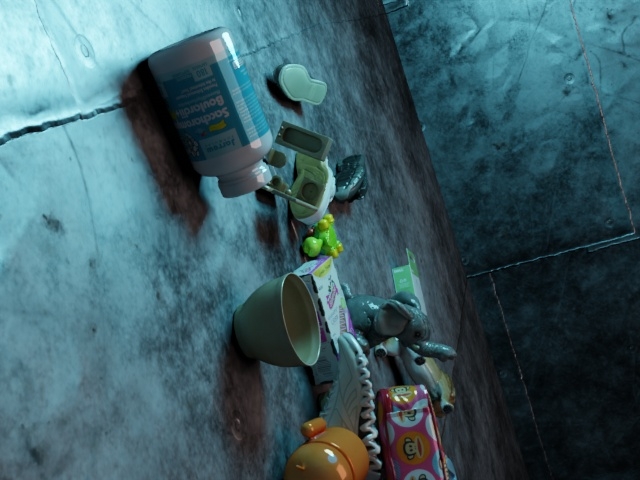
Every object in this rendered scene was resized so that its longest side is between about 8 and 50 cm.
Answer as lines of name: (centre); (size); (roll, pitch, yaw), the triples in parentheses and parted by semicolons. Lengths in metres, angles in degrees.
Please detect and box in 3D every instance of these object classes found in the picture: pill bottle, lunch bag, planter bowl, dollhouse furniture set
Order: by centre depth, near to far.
pill bottle: (-0.170, -0.207, 1.312); (0.146, 0.146, 0.264); (-65, 136, -63)
planter bowl: (-0.080, 0.146, 1.361); (0.162, 0.109, 0.162); (-15, 90, -71)
dollhouse furniture set: (-0.060, -0.161, 1.610); (0.151, 0.144, 0.123); (-67, 159, 3)
lunch bag: (0.181, 0.451, 1.623); (0.258, 0.120, 0.293); (88, -6, -70)

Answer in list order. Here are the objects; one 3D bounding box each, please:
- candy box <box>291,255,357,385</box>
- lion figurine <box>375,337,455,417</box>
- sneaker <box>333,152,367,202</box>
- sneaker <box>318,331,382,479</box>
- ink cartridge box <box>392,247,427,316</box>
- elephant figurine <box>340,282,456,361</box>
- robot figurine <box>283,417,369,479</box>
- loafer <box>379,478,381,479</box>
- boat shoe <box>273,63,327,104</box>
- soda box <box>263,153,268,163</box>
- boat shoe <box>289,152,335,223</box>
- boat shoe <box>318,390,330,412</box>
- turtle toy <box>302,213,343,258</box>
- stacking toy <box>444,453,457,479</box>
candy box: (0.008, 0.165, 1.668); (0.159, 0.071, 0.233); (-39, 113, -70)
lion figurine: (0.269, 0.349, 2.202); (0.240, 0.142, 0.392); (-75, 142, -70)
sneaker: (0.089, -0.149, 2.115); (0.267, 0.101, 0.106); (-64, 138, -63)
sneaker: (0.050, 0.327, 1.548); (0.110, 0.118, 0.292); (77, 7, -85)
ink cartridge box: (0.277, 0.140, 2.504); (0.109, 0.062, 0.209); (32, 46, -65)
elephant figurine: (0.184, 0.195, 1.895); (0.169, 0.240, 0.186); (-85, 153, -46)
robot figurine: (0.013, 0.408, 1.400); (0.219, 0.128, 0.158); (-4, 112, -72)
loafer: (0.142, 0.605, 1.718); (0.095, 0.109, 0.302); (12, 55, -28)
boat shoe: (-0.062, -0.379, 1.904); (0.081, 0.069, 0.228); (-65, 157, 6)
soda box: (-0.157, -0.207, 1.500); (0.169, 0.053, 0.060); (50, 31, -52)
boat shoe: (-0.006, -0.117, 1.808); (0.277, 0.098, 0.096); (-84, 152, -50)
boat shoe: (0.053, 0.398, 1.615); (0.068, 0.072, 0.190); (-20, 95, -72)
turtle toy: (0.000, 0.000, 1.784); (0.130, 0.066, 0.095); (-45, 119, -69)
stacking toy: (0.374, 0.681, 2.257); (0.279, 0.130, 0.309); (-83, 152, -48)
